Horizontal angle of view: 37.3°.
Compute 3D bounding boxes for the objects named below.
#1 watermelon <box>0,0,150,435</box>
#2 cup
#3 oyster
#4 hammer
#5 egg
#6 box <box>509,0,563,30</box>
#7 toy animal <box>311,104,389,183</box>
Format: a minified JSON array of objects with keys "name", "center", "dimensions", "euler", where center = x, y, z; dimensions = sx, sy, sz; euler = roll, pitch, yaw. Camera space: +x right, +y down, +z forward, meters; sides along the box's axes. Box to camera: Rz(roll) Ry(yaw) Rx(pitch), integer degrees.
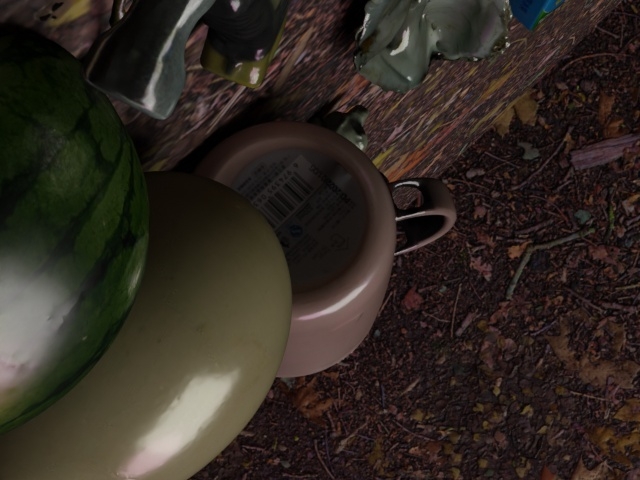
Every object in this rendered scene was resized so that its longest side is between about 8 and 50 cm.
[{"name":"watermelon","center":[-0.150,0.013,0.430],"dimensions":[0.232,0.127,0.204],"euler":[-45,172,-35]},{"name":"cup","center":[0.000,0.000,0.816],"dimensions":[0.252,0.192,0.200],"euler":[-15,165,-8]},{"name":"oyster","center":[0.102,-0.188,0.792],"dimensions":[0.199,0.087,0.252],"euler":[-37,171,37]},{"name":"hammer","center":[-0.040,-0.124,0.442],"dimensions":[0.159,0.041,0.226],"euler":[-63,180,1]},{"name":"egg","center":[-0.123,0.064,0.606],"dimensions":[0.242,0.186,0.186],"euler":[-49,175,-17]},{"name":"box","center":[0.281,-0.331,1.005],"dimensions":[0.194,0.073,0.139],"euler":[-43,173,-6]},{"name":"toy animal","center":[-0.012,-0.050,1.000],"dimensions":[0.225,0.094,0.121],"euler":[-46,164,32]}]
